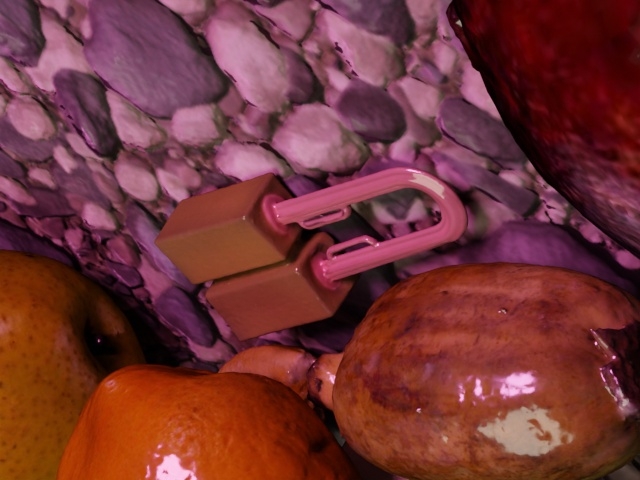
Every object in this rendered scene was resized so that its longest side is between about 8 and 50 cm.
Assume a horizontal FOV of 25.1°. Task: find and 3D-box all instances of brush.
[{"bbox_3d":[0.000,0.000,0.934,0.233,0.047,0.103,-16,122,46],"label":"brush"}]

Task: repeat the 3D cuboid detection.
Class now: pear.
[{"bbox_3d":[-0.267,0.139,1.120,0.294,0.294,0.294,21,142,17],"label":"pear"}]

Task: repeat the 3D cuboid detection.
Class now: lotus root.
[{"bbox_3d":[0.091,0.083,0.874,0.260,0.145,0.128,-8,119,43],"label":"lotus root"}]

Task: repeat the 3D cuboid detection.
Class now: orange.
[{"bbox_3d":[-0.086,0.188,0.955,0.249,0.183,0.249,40,149,31],"label":"orange"}]

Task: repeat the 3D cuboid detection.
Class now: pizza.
[{"bbox_3d":[-0.039,0.147,1.097,0.134,0.046,0.175,54,143,20],"label":"pizza"}]

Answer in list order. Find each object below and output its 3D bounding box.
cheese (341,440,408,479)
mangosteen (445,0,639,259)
[{"bbox_3d":[0.151,0.267,1.057,0.351,0.130,0.328,8,133,25],"label":"cheese"},{"bbox_3d":[0.184,-0.112,0.467,0.293,0.297,0.297,2,136,14],"label":"mangosteen"}]
